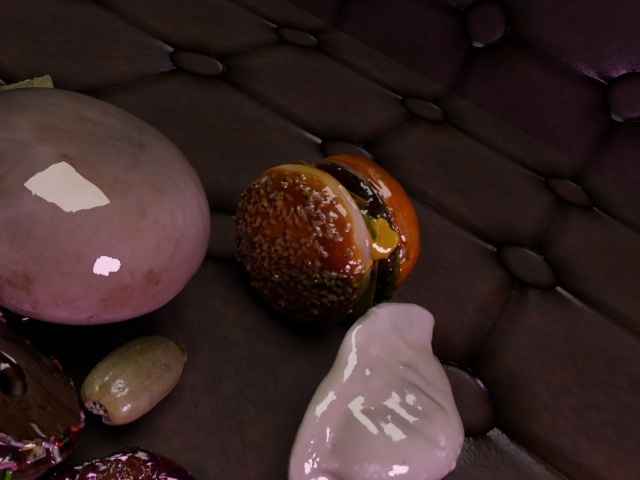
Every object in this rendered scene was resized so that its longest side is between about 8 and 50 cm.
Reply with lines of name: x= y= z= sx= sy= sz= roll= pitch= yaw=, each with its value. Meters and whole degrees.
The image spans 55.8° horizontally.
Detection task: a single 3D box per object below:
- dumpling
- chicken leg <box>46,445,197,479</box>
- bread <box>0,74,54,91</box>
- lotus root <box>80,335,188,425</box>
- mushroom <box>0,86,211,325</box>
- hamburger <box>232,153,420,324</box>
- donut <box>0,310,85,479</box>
dumpling: x=0.093 y=0.210 z=0.801 sx=0.187 sy=0.243 sz=0.318 roll=9 pitch=13 yaw=35
chicken leg: x=-0.214 y=0.285 z=0.699 sx=0.205 sy=0.053 sz=0.093 roll=-7 pitch=68 yaw=-24
bread: x=-0.585 y=-0.151 z=1.031 sx=0.236 sy=0.199 sz=0.263 roll=-1 pitch=26 yaw=27
lotus root: x=-0.232 y=0.171 z=0.786 sx=0.090 sy=0.077 sz=0.183 roll=35 pitch=22 yaw=10
mushroom: x=-0.332 y=-0.027 z=0.802 sx=0.362 sy=0.295 sz=0.362 roll=25 pitch=28 yaw=-14
hamburger: x=0.000 y=0.000 z=0.992 sx=0.291 sy=0.291 sz=0.225 roll=41 pitch=43 yaw=24
donut: x=-0.375 y=0.158 z=0.634 sx=0.269 sy=0.103 sz=0.270 roll=42 pitch=-1 yaw=1
